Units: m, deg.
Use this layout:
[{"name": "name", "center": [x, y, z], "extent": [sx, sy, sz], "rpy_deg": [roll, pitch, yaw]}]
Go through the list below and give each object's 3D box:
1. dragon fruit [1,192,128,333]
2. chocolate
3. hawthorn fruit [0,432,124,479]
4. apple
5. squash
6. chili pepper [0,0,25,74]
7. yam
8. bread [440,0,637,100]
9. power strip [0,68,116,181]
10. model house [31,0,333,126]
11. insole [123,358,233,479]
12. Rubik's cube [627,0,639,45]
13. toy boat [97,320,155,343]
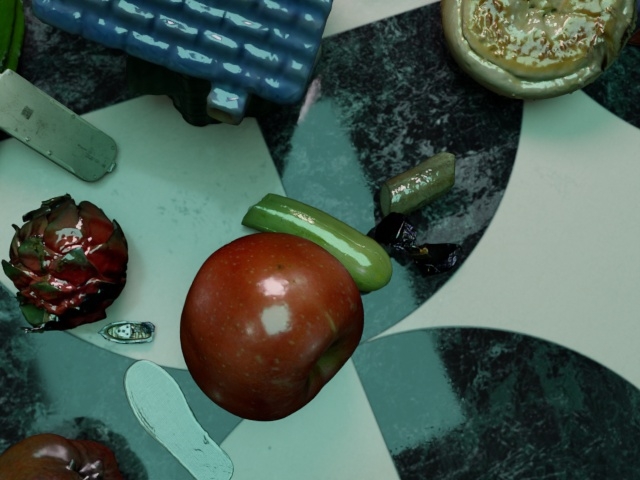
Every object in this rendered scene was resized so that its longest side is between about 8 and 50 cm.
[{"name": "dragon fruit", "center": [-0.356, 0.031, 0.944], "extent": [0.183, 0.182, 0.188], "rpy_deg": [-8, 100, -9]}, {"name": "chocolate", "center": [0.157, 0.013, 1.051], "extent": [0.147, 0.070, 0.072], "rpy_deg": [31, 123, -23]}, {"name": "hawthorn fruit", "center": [-0.374, 0.384, 0.882], "extent": [0.208, 0.208, 0.248], "rpy_deg": [40, 103, 0]}, {"name": "apple", "center": [-0.065, 0.110, 0.925], "extent": [0.216, 0.260, 0.260], "rpy_deg": [39, 77, 24]}, {"name": "squash", "center": [0.000, 0.000, 1.038], "extent": [0.250, 0.083, 0.083], "rpy_deg": [28, 79, 0]}, {"name": "chili pepper", "center": [-0.562, -0.255, 0.961], "extent": [0.213, 0.167, 0.384], "rpy_deg": [13, 79, -7]}, {"name": "yam", "center": [0.158, -0.085, 1.080], "extent": [0.147, 0.070, 0.069], "rpy_deg": [-28, 86, -12]}, {"name": "bread", "center": [0.347, -0.370, 1.085], "extent": [0.306, 0.159, 0.305], "rpy_deg": [0, 96, 3]}, {"name": "power strip", "center": [-0.405, -0.169, 0.985], "extent": [0.227, 0.029, 0.079], "rpy_deg": [37, 73, -33]}, {"name": "model house", "center": [-0.166, -0.349, 0.886], "extent": [0.395, 0.445, 0.399], "rpy_deg": [16, 80, -6]}, {"name": "insole", "center": [-0.217, 0.279, 1.003], "extent": [0.080, 0.003, 0.232], "rpy_deg": [-38, 88, -11]}, {"name": "Rubik's cube", "center": [0.707, -0.503, 1.092], "extent": [0.314, 0.318, 0.315], "rpy_deg": [9, 79, -4]}, {"name": "toy boat", "center": [-0.291, 0.138, 1.001], "extent": [0.083, 0.038, 0.038], "rpy_deg": [0, 81, -8]}]
